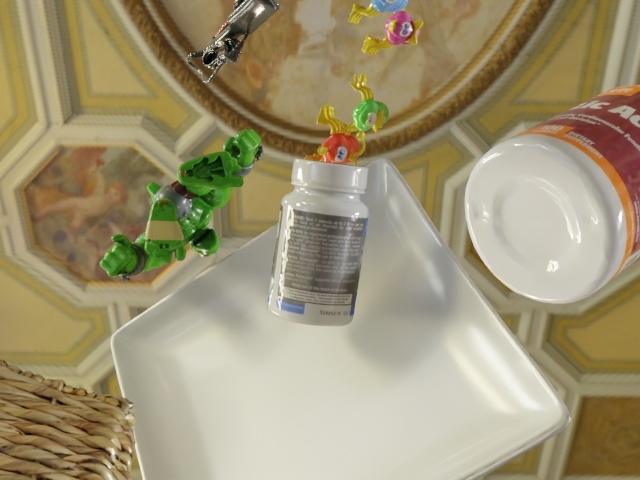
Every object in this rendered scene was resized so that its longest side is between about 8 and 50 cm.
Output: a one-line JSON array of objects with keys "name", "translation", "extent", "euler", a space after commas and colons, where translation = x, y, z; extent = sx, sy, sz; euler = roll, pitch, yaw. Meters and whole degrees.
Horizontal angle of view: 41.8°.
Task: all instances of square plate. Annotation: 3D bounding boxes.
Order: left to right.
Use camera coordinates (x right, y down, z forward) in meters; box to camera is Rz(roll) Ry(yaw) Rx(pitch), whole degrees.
[{"name": "square plate", "translation": [-0.011, 0.123, 0.750], "extent": [0.344, 0.347, 0.049], "euler": [-33, -45, 5]}]

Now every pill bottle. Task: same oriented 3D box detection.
[{"name": "pill bottle", "translation": [0.000, 0.000, 0.729], "extent": [0.078, 0.078, 0.137], "euler": [8, -84, -4]}, {"name": "pill bottle", "translation": [0.400, -0.087, 1.160], "extent": [0.224, 0.392, 0.224], "euler": [26, -51, 37]}]

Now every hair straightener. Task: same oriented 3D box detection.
[{"name": "hair straightener", "translation": [-0.124, -0.272, 1.115], "extent": [0.047, 0.089, 0.230], "euler": [30, -29, -27]}]

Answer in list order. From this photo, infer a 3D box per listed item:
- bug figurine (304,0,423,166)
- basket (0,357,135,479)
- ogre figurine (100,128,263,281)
[{"name": "bug figurine", "translation": [0.065, -0.208, 1.041], "extent": [0.072, 0.216, 0.279], "euler": [22, -71, 11]}, {"name": "basket", "translation": [-0.273, 0.183, 0.459], "extent": [0.299, 0.223, 0.213], "euler": [22, -77, -16]}, {"name": "ogre figurine", "translation": [-0.141, -0.031, 0.872], "extent": [0.097, 0.118, 0.197], "euler": [26, -103, -5]}]
